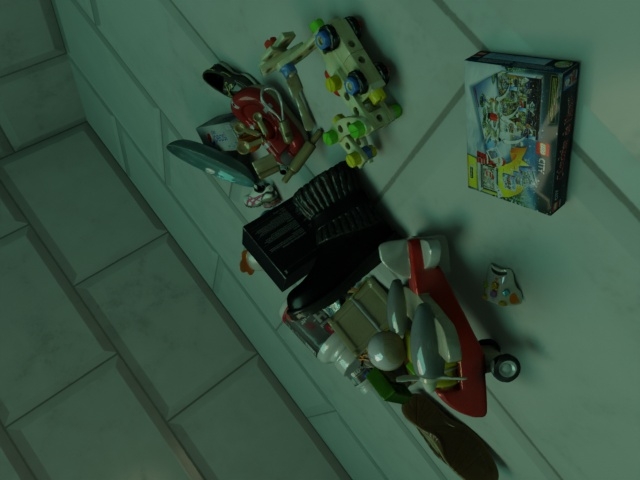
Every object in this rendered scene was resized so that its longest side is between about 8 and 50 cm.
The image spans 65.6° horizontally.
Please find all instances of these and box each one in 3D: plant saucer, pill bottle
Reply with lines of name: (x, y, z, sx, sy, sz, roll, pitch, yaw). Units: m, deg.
plant saucer: (-0.360, -0.264, 1.676, 0.318, 0.043, 0.317, 22, 173, 3)
pill bottle: (0.141, 0.494, 1.839, 0.137, 0.078, 0.078, 52, 155, 7)
pill bottle: (0.018, 0.309, 1.713, 0.318, 0.176, 0.176, 43, 152, 25)

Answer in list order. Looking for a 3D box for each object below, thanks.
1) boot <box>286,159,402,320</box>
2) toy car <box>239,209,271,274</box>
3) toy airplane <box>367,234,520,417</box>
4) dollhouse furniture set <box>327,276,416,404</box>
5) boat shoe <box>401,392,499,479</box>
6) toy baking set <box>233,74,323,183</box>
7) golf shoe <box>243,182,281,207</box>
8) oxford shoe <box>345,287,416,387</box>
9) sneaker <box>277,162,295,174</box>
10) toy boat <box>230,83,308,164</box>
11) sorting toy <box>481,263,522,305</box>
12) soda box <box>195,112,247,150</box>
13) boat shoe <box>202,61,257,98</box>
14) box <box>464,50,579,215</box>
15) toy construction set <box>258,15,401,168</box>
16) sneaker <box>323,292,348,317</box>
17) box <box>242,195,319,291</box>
boot: (0.000, -0.001, 1.200, 0.260, 0.348, 0.131, 52, 172, -3)
toy car: (-0.171, 0.046, 1.657, 0.219, 0.238, 0.210, 31, 145, 43)
toy airplane: (0.215, 0.175, 1.076, 0.386, 0.272, 0.384, 59, -176, -49)
dollhouse furniture set: (0.188, 0.282, 1.421, 0.301, 0.197, 0.151, 50, -170, 33)
boat shoe: (0.391, 0.614, 1.513, 0.342, 0.123, 0.123, 36, 163, 35)
toy baking set: (-0.098, -0.268, 1.223, 0.197, 0.256, 0.030, 38, -166, -17)
golf shoe: (-0.206, -0.157, 1.681, 0.186, 0.067, 0.086, 2, 119, 49)
oxford shoe: (0.166, 0.314, 1.506, 0.363, 0.133, 0.130, 58, 156, -5)
sneaker: (-0.111, -0.215, 1.469, 0.083, 0.037, 0.032, 40, 153, 33)
toy boat: (-0.153, -0.285, 1.293, 0.231, 0.151, 0.151, 50, 150, -5)
sorting toy: (0.361, 0.087, 1.005, 0.083, 0.045, 0.075, 20, 119, 51)
soda box: (-0.285, -0.341, 1.551, 0.286, 0.098, 0.091, 13, 135, 56)
boat shoe: (-0.250, -0.436, 1.406, 0.228, 0.069, 0.081, 37, 149, 34)
box: (0.306, -0.166, 0.776, 0.159, 0.044, 0.233, 30, 145, 43)
toy construction set: (0.029, -0.309, 0.995, 0.327, 0.151, 0.215, 45, 156, -4)
sneaker: (0.005, 0.156, 1.587, 0.122, 0.110, 0.283, -31, 92, 41)
box: (-0.054, -0.014, 1.346, 0.184, 0.261, 0.103, 48, 154, 18)
